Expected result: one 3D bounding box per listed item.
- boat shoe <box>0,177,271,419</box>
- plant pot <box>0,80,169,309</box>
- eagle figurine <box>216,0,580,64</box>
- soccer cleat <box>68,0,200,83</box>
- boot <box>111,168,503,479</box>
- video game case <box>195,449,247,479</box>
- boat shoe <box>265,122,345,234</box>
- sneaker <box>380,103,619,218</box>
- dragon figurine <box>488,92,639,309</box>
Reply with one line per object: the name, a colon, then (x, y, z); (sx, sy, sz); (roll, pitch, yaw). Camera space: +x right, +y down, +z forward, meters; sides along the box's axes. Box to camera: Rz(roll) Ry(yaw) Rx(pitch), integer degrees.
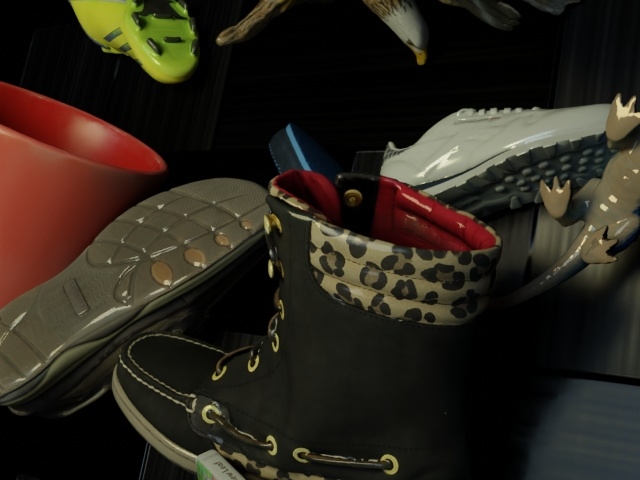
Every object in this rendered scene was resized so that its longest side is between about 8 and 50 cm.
boat shoe: (-0.190, 0.063, 0.934); (0.355, 0.130, 0.132); (-31, 52, -1)
plant pot: (-0.344, -0.027, 1.003); (0.275, 0.275, 0.243); (34, 105, 37)
eagle figurine: (0.080, -0.265, 0.821); (0.298, 0.225, 0.226); (-3, 67, 43)
soccer cleat: (-0.240, -0.272, 1.120); (0.289, 0.093, 0.121); (50, 135, 30)
boot: (-0.025, 0.079, 0.734); (0.377, 0.138, 0.284); (23, 120, 34)
video game case: (-0.034, 0.298, 0.696); (0.193, 0.023, 0.212); (27, 128, 50)
boat shoe: (0.000, 0.000, 0.839); (0.089, 0.109, 0.258); (-40, 54, 22)
sneaker: (0.154, -0.081, 0.775); (0.235, 0.090, 0.094); (-17, 56, 28)
dragon figurine: (0.250, -0.036, 0.688); (0.085, 0.144, 0.289); (49, 123, 33)
